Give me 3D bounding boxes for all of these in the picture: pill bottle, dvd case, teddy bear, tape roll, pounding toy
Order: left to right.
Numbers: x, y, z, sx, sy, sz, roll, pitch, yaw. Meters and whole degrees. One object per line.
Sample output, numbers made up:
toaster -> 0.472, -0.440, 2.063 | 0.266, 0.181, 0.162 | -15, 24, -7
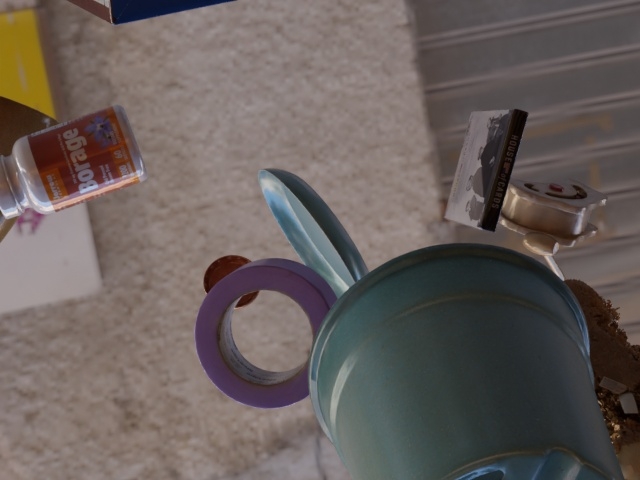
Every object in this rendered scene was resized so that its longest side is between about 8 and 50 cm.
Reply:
pill bottle -> -0.372, -0.110, 1.917 | 0.216, 0.121, 0.121 | -21, -172, -7
tape roll -> -0.065, 0.121, 1.723 | 0.189, 0.189, 0.080 | -9, -174, 9
dvd case -> 0.244, -0.108, 1.965 | 0.029, 0.179, 0.239 | 15, -177, -8
pounding toy -> 0.401, -0.024, 2.379 | 0.154, 0.155, 0.269 | 23, -159, 26
teddy bear -> 0.383, 0.205, 1.749 | 0.245, 0.113, 0.338 | -27, -126, -28

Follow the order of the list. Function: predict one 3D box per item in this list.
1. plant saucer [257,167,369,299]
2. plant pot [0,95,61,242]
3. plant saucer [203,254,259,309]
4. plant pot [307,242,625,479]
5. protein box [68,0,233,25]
plant saucer -> 0.000, 0.000, 2.251 | 0.044, 0.317, 0.317 | -35, -167, -12
plant pot -> -0.575, -0.103, 2.180 | 0.237, 0.254, 0.237 | 15, 170, 3
plant saucer -> -0.126, 0.061, 1.876 | 0.083, 0.083, 0.013 | -11, 155, -6
plant pot -> 0.170, 0.230, 1.415 | 0.341, 0.341, 0.334 | -10, -151, 0
protein box -> -0.253, -0.407, 1.850 | 0.200, 0.136, 0.201 | -17, -150, -28
